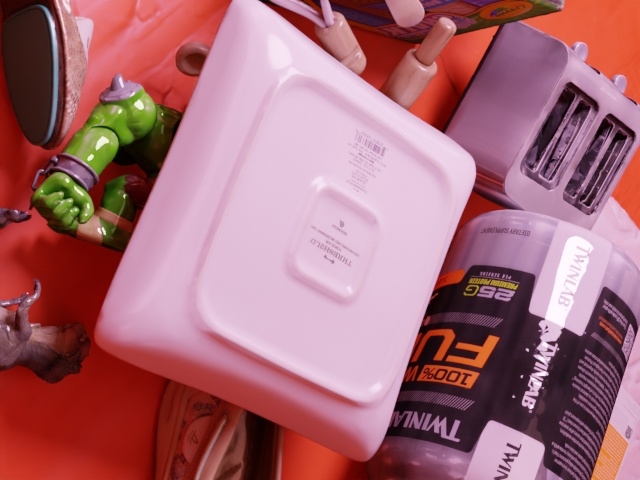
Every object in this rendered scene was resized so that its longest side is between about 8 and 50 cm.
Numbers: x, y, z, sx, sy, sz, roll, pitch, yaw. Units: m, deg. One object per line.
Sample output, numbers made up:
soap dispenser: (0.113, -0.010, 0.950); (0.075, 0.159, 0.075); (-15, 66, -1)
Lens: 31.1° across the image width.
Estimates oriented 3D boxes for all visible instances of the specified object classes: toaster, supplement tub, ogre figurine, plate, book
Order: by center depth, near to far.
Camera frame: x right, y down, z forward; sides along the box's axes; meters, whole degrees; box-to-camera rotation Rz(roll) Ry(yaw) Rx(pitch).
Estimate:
ogre figurine: (-0.122, -0.042, 0.855); (0.197, 0.097, 0.118); (24, 79, -34)
plate: (0.000, 0.000, 0.861); (0.277, 0.045, 0.278); (30, 74, -35)
supplement tub: (0.162, 0.148, 1.041); (0.193, 0.193, 0.316); (41, 61, -33)
toaster: (0.211, -0.102, 1.125); (0.168, 0.110, 0.186); (26, 95, -43)
book: (0.276, 0.204, 1.188); (0.096, 0.035, 0.144); (48, 59, -24)

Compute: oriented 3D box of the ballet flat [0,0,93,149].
ballet flat: (-0.194, -0.169, 0.814); (0.067, 0.073, 0.206); (-20, 104, -50)

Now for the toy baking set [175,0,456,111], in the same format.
toy baking set: (0.003, -0.147, 0.897); (0.196, 0.256, 0.030); (17, 42, -30)

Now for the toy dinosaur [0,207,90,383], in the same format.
toy dinosaur: (-0.255, 0.031, 0.754); (0.268, 0.064, 0.118); (10, 88, -39)

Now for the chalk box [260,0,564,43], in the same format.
chalk box: (0.098, -0.285, 1.016); (0.289, 0.179, 0.180); (7, 82, -43)

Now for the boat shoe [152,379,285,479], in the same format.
boat shoe: (-0.082, 0.229, 0.879); (0.104, 0.089, 0.285); (9, 82, -42)

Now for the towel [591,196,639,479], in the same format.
towel: (0.337, 0.154, 1.297); (0.332, 0.053, 0.317); (43, 62, -32)
